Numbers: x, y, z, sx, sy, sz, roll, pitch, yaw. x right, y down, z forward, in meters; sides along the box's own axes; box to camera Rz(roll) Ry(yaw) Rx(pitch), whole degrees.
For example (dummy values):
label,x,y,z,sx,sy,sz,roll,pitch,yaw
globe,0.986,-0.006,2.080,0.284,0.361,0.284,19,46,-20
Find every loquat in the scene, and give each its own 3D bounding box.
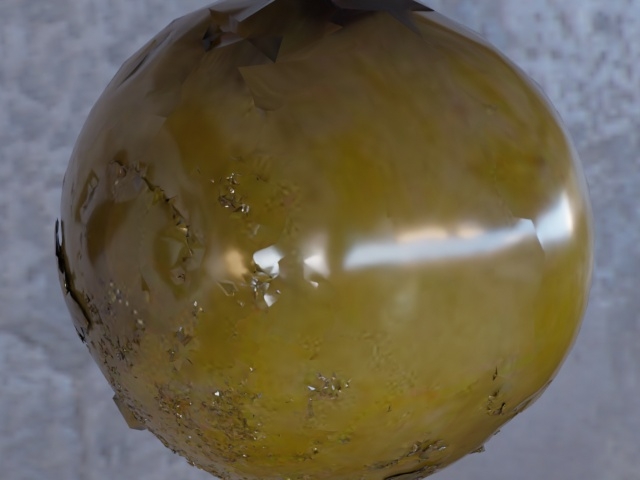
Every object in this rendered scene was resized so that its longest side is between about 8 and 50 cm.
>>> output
label,x,y,z,sx,sy,sz,roll,pitch,yaw
loquat,0.000,0.000,0.863,0.235,0.235,0.235,0,90,-45
